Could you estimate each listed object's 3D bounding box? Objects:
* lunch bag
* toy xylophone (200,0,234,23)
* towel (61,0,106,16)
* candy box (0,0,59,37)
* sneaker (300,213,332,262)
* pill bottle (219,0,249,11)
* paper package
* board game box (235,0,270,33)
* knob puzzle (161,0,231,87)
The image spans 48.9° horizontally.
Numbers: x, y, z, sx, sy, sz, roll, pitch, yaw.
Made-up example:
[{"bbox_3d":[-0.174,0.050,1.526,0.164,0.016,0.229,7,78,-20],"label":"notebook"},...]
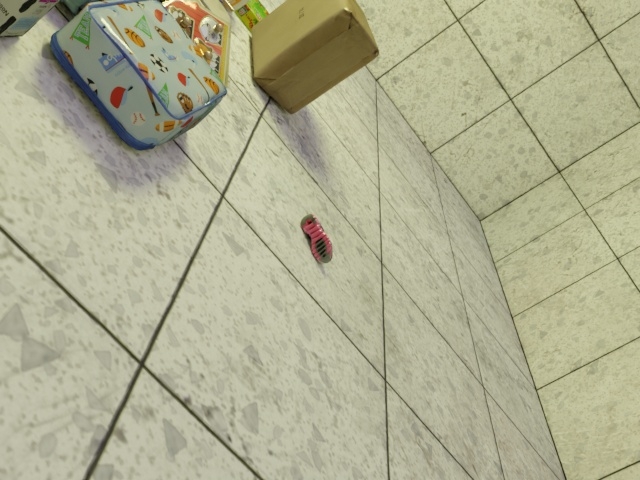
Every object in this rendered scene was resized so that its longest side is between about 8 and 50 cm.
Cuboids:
[{"bbox_3d":[-0.287,-0.285,1.149,0.243,0.115,0.303,50,20,-10],"label":"lunch bag"},{"bbox_3d":[-0.311,-0.581,1.622,0.322,0.081,0.236,55,19,-3],"label":"toy xylophone"},{"bbox_3d":[-0.443,-0.553,1.250,0.320,0.090,0.374,50,19,-10],"label":"towel"},{"bbox_3d":[-0.380,-0.398,0.910,0.159,0.233,0.071,53,19,-8],"label":"candy box"},{"bbox_3d":[0.000,0.000,1.501,0.057,0.047,0.119,46,19,-61],"label":"sneaker"},{"bbox_3d":[-0.287,-0.758,1.866,0.272,0.152,0.152,42,23,-36],"label":"pill bottle"},{"bbox_3d":[-0.026,-0.541,1.906,0.168,0.310,0.324,46,22,-34],"label":"paper package"},{"bbox_3d":[-0.202,-0.683,2.123,0.092,0.043,0.181,50,20,-20],"label":"board game box"},{"bbox_3d":[-0.263,-0.431,1.468,0.213,0.030,0.213,20,61,-41],"label":"knob puzzle"}]
